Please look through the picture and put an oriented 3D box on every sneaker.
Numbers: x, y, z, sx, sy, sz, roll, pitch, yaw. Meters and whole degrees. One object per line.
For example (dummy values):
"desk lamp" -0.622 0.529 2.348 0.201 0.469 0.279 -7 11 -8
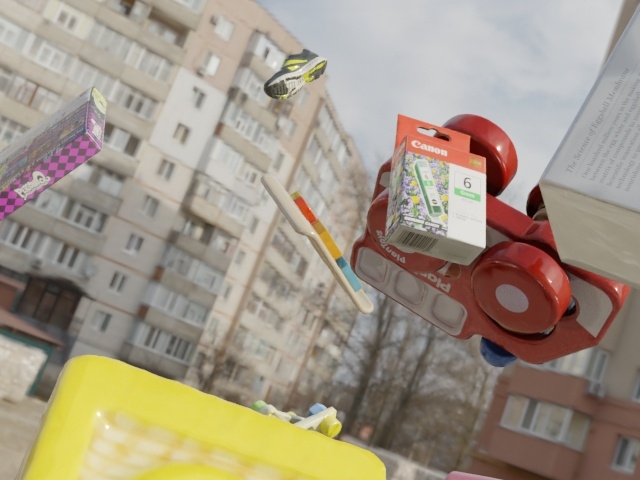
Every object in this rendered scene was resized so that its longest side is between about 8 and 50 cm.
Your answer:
"sneaker" -0.032 -0.182 0.980 0.035 0.083 0.031 43 -32 27

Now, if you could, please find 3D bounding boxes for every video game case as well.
"video game case" -0.429 -0.126 1.361 0.042 0.232 0.210 53 8 -29

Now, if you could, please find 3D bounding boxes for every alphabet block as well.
"alphabet block" -0.095 0.210 0.498 0.193 0.192 0.197 21 -42 -14

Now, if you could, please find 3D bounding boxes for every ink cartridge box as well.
"ink cartridge box" 0.082 -0.044 0.626 0.062 0.115 0.029 15 -33 -12

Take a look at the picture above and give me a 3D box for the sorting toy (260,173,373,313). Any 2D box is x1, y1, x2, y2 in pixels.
"sorting toy" 0.000 0.000 1.387 0.208 0.038 0.193 52 2 -37

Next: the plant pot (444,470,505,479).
"plant pot" 0.275 0.465 1.442 0.180 0.201 0.201 18 -11 26

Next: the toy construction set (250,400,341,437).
"toy construction set" -0.141 0.314 1.296 0.327 0.215 0.151 17 16 -34

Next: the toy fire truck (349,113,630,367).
"toy fire truck" 0.179 0.027 1.006 0.302 0.169 0.254 31 -35 16

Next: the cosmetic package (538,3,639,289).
"cosmetic package" 0.324 -0.066 0.687 0.224 0.224 0.138 23 -18 31
